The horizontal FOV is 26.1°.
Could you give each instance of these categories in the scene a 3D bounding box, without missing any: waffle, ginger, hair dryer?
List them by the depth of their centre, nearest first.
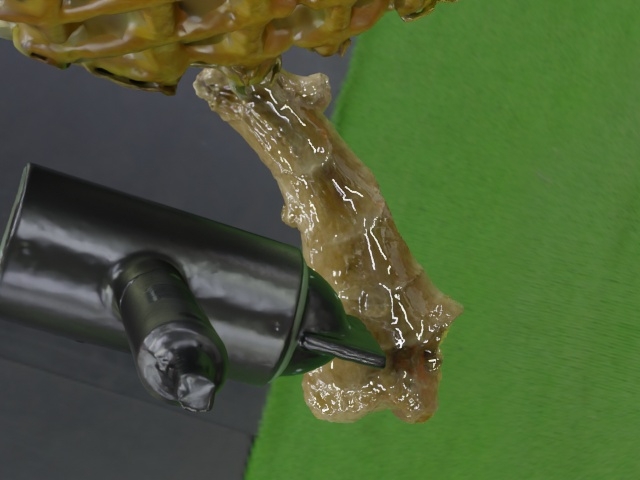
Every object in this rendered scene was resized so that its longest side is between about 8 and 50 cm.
[{"bbox_3d":[-0.045,0.043,0.605,0.196,0.248,0.078,16,98,-14],"label":"hair dryer"},{"bbox_3d":[-0.024,-0.156,0.648,0.302,0.325,0.068,-28,71,34],"label":"waffle"},{"bbox_3d":[0.000,0.000,0.984,0.131,0.086,0.294,-30,93,5],"label":"ginger"}]
